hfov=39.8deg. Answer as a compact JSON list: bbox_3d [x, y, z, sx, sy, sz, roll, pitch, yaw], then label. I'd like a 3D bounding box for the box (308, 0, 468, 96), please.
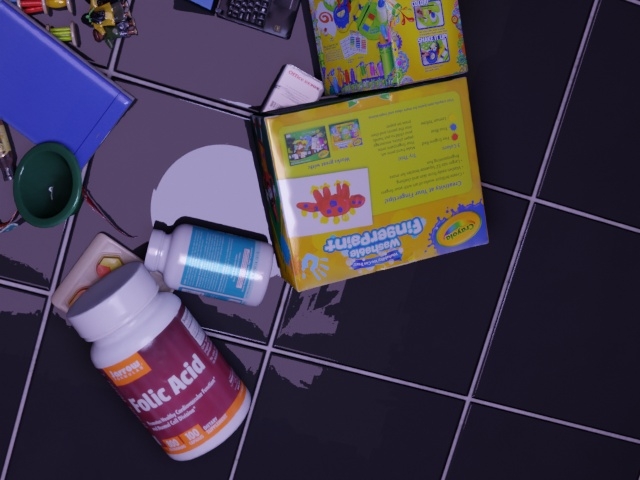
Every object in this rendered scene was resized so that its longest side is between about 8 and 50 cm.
[{"bbox_3d":[0.125,-0.453,1.796,0.177,0.290,0.279,-16,102,-26],"label":"box"}]

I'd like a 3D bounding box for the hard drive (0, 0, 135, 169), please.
[{"bbox_3d":[-0.576,-0.313,1.834,0.318,0.040,0.210,38,109,-12],"label":"hard drive"}]

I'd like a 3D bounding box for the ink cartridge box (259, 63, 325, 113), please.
[{"bbox_3d":[-0.064,-0.303,1.929,0.099,0.056,0.135,28,94,-13],"label":"ink cartridge box"}]

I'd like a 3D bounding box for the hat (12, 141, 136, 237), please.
[{"bbox_3d":[-0.534,-0.094,1.912,0.173,0.183,0.209,-15,79,19],"label":"hat"}]

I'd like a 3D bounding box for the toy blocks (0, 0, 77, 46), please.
[{"bbox_3d":[-0.587,-0.456,1.831,0.148,0.054,0.123,-6,101,-6],"label":"toy blocks"}]

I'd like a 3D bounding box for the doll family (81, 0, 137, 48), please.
[{"bbox_3d":[-0.457,-0.499,1.838,0.111,0.076,0.193,-13,95,-2],"label":"doll family"}]

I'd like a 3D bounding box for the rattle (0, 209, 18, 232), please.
[{"bbox_3d":[-0.734,0.017,1.876,0.199,0.130,0.143,-16,114,-32],"label":"rattle"}]

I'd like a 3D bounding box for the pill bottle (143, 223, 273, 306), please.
[{"bbox_3d":[-0.243,0.048,1.911,0.264,0.146,0.146,14,96,-11],"label":"pill bottle"}]

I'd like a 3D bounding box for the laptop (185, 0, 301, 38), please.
[{"bbox_3d":[-0.149,-0.574,1.835,0.264,0.136,0.234,16,96,-10],"label":"laptop"}]

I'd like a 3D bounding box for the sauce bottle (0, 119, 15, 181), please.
[{"bbox_3d":[-0.672,-0.189,1.865,0.042,0.042,0.128,-17,101,-6],"label":"sauce bottle"}]

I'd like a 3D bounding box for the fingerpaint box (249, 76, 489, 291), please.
[{"bbox_3d":[0.106,-0.129,1.897,0.444,0.163,0.371,-14,104,-14],"label":"fingerpaint box"}]

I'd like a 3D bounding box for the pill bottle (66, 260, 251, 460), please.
[{"bbox_3d":[-0.340,0.251,1.868,0.224,0.224,0.392,-35,108,-2],"label":"pill bottle"}]

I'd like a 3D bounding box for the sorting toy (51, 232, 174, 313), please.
[{"bbox_3d":[-0.455,0.116,1.945,0.208,0.038,0.193,36,92,-12],"label":"sorting toy"}]
